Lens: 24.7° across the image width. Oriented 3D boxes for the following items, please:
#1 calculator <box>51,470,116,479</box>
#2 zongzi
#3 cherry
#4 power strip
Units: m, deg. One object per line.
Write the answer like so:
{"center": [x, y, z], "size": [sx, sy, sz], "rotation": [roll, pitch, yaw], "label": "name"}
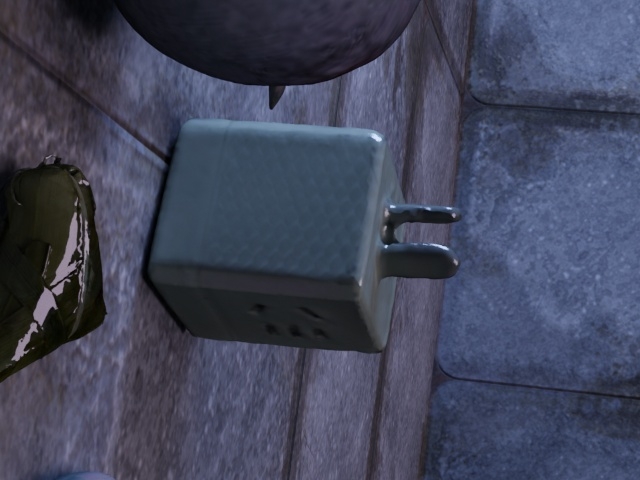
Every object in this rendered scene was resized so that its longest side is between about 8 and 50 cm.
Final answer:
{"center": [-0.170, 0.241, 0.887], "size": [0.299, 0.041, 0.186], "rotation": [-32, 125, -77], "label": "calculator"}
{"center": [-0.165, 0.017, 0.804], "size": [0.119, 0.055, 0.109], "rotation": [-37, 130, -58], "label": "zongzi"}
{"center": [-0.035, -0.220, 0.914], "size": [0.255, 0.218, 0.296], "rotation": [-68, 149, -56], "label": "cherry"}
{"center": [0.000, 0.000, 1.118], "size": [0.140, 0.224, 0.139], "rotation": [69, 29, -64], "label": "power strip"}
